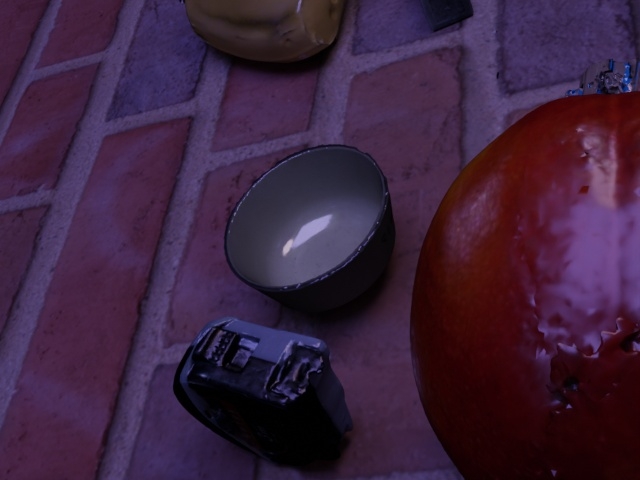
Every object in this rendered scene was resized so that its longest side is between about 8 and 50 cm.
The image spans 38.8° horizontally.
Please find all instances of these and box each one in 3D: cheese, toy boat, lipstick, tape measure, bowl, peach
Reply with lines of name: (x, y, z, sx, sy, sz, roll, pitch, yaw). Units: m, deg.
cheese: (-0.095, -0.407, 1.439, 0.316, 0.128, 0.259, 11, 74, 40)
toy boat: (0.317, -0.116, 1.038, 0.084, 0.066, 0.210, -28, 44, 56)
lipstick: (0.161, -0.446, 1.389, 0.068, 0.066, 0.317, -21, 47, 13)
tape measure: (-0.061, 0.155, 0.940, 0.181, 0.182, 0.107, 17, 61, 26)
bowl: (0.000, 0.000, 1.081, 0.211, 0.112, 0.211, -15, 48, 17)
peach: (0.238, 0.060, 0.736, 0.370, 0.370, 0.370, -15, 48, 18)
